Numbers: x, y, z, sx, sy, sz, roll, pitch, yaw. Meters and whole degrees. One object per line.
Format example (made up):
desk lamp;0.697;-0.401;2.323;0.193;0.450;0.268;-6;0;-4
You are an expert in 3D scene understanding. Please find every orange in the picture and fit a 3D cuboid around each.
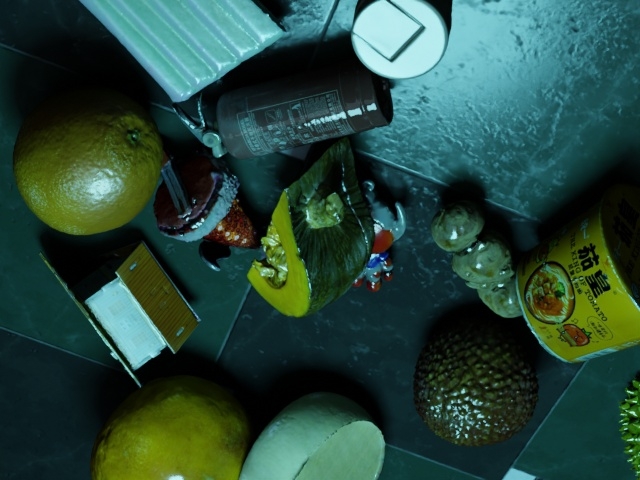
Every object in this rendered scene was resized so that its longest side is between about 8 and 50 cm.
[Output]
orange;-0.299;-0.106;1.685;0.206;0.206;0.206;5;128;6
orange;-0.217;0.330;1.963;0.261;0.261;0.261;5;128;6

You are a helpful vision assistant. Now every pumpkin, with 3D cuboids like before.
pumpkin;0.003;-0.001;1.698;0.126;0.131;0.248;48;149;19

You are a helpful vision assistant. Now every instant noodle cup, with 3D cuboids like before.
instant noodle cup;0.371;0.055;1.698;0.216;0.216;0.172;41;132;-21

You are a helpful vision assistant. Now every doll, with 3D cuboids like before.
doll;0.065;-0.008;1.783;0.104;0.062;0.195;29;141;28

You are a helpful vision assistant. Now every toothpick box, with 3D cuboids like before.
toothpick box;0.099;-0.275;1.496;0.111;0.181;0.111;5;128;6

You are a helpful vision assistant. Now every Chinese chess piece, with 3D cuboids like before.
Chinese chess piece;-0.012;0.350;1.953;0.103;0.249;0.250;29;136;33

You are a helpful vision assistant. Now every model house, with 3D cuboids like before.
model house;-0.284;0.074;1.878;0.136;0.207;0.219;-35;109;-10

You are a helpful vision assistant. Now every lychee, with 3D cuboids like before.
lychee;0.219;0.209;1.851;0.194;0.194;0.194;5;128;6

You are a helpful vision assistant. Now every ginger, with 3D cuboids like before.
ginger;0.223;0.024;1.761;0.080;0.104;0.204;-47;114;-13

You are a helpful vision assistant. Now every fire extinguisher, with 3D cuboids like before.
fire extinguisher;-0.049;-0.167;1.656;0.269;0.105;0.105;-11;124;17

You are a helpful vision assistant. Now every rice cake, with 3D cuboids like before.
rice cake;-0.174;-0.282;1.602;0.189;0.037;0.198;-31;111;16

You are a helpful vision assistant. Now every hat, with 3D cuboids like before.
hat;-0.133;-0.031;1.780;0.227;0.140;0.129;37;88;-42

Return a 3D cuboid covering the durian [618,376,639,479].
durian;0.539;0.292;1.870;0.200;0.176;0.237;-18;113;-2
